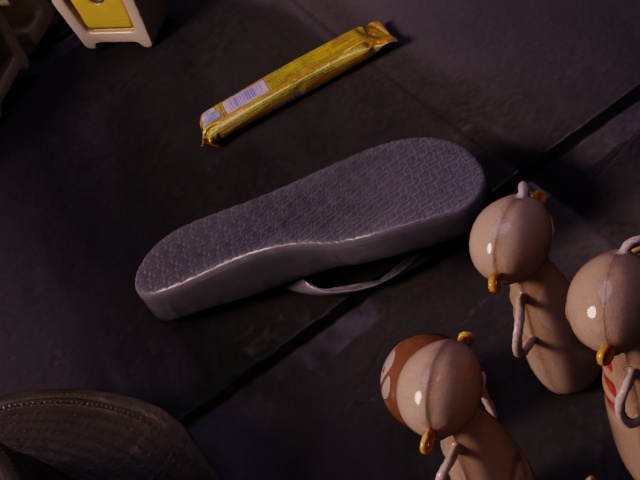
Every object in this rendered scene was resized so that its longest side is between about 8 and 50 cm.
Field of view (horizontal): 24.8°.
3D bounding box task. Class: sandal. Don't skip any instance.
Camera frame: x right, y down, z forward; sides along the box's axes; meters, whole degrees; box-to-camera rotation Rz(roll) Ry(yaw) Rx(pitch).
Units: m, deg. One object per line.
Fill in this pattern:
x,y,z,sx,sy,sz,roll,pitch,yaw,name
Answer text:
0.000,0.000,0.911,0.254,0.054,0.097,-15,34,33,sandal

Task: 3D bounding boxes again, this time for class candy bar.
-0.020,-0.116,1.062,0.161,0.018,0.040,-30,36,2,candy bar

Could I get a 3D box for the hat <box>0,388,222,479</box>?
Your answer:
-0.201,0.169,0.741,0.331,0.134,0.331,-17,42,16,hat

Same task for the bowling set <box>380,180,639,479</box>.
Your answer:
0.093,0.061,0.697,0.200,0.154,0.287,0,48,32,bowling set

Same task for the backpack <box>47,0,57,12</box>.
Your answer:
-0.267,-0.244,1.290,0.114,0.105,0.084,-33,62,-4,backpack

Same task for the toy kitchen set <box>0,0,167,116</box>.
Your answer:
-0.243,-0.150,1.152,0.166,0.122,0.207,3,55,26,toy kitchen set
